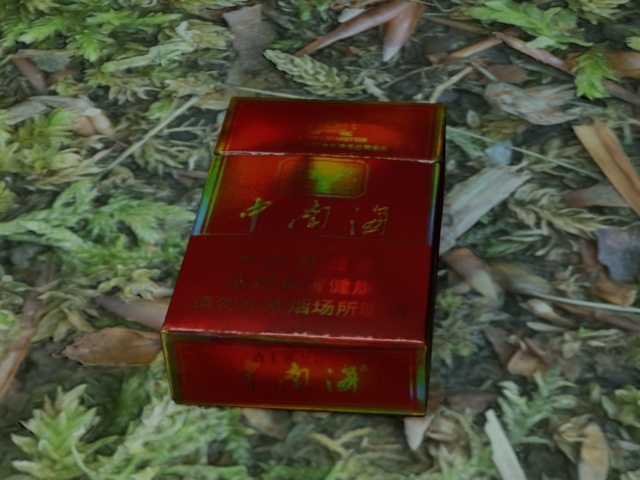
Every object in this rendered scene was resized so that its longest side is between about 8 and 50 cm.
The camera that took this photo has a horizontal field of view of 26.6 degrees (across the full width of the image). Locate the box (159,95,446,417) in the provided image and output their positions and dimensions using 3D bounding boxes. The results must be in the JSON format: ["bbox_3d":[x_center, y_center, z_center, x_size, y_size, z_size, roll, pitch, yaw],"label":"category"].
[{"bbox_3d":[-0.001,0.000,1.118,0.198,0.089,0.313,2,39,7],"label":"box"}]
